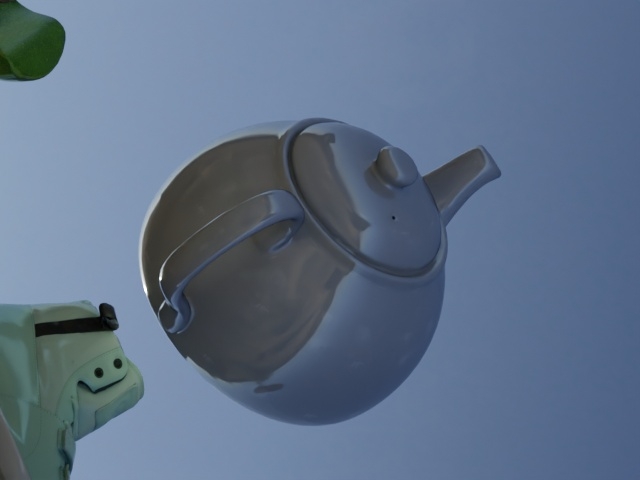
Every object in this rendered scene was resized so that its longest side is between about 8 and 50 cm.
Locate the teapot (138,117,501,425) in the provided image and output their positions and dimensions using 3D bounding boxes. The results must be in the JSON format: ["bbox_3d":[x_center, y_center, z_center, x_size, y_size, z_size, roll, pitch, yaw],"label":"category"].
[{"bbox_3d":[0.000,0.000,1.288,0.187,0.252,0.256,-45,-154,35],"label":"teapot"}]

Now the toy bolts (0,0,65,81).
[{"bbox_3d":[-0.265,-0.161,0.876,0.158,0.228,0.218,-9,-163,23],"label":"toy bolts"}]

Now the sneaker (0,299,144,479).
[{"bbox_3d":[-0.183,0.152,1.293,0.094,0.151,0.256,-51,-126,52],"label":"sneaker"}]
